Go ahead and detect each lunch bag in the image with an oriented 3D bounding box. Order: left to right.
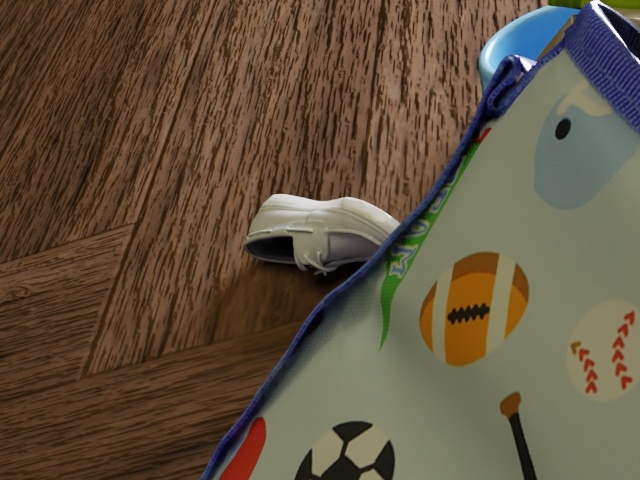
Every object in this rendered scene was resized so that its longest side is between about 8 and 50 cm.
[{"bbox_3d":[0.125,0.155,0.447,0.385,0.239,0.328,46,112,27],"label":"lunch bag"}]

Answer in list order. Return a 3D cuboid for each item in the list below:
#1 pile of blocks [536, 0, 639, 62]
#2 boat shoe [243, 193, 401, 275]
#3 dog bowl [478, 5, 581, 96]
[{"bbox_3d":[0.242,-0.115,1.067,0.113,0.362,0.149,4,-13,-10],"label":"pile of blocks"},{"bbox_3d":[0.000,0.000,1.208,0.184,0.066,0.063,13,61,44],"label":"boat shoe"},{"bbox_3d":[0.257,-0.140,1.221,0.166,0.074,0.297,-38,33,-21],"label":"dog bowl"}]
